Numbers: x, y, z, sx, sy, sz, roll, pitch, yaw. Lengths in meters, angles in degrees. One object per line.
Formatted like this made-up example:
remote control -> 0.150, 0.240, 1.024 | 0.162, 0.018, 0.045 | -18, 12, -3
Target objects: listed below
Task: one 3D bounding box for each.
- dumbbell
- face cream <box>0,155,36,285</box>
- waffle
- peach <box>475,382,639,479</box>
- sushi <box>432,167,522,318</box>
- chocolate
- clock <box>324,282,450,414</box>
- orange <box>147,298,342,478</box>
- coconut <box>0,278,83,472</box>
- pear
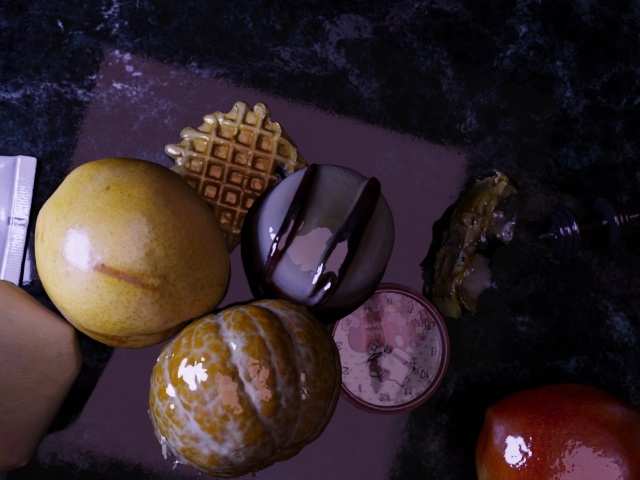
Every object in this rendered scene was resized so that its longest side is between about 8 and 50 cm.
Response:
dumbbell -> 0.511, -0.026, 1.390 | 0.208, 0.099, 0.099 | -12, 87, -6
face cream -> -0.726, -0.062, 1.248 | 0.420, 0.137, 0.235 | 8, 84, -14
waffle -> -0.151, -0.117, 1.341 | 0.250, 0.056, 0.261 | -32, 92, -8
peach -> 0.426, 0.394, 1.258 | 0.332, 0.308, 0.308 | 30, 83, 1
sushi -> 0.295, 0.007, 1.346 | 0.131, 0.139, 0.291 | 28, 82, -12
chocolate -> 0.000, 0.000, 1.233 | 0.283, 0.186, 0.284 | 1, 85, -7
clock -> 0.122, 0.200, 1.349 | 0.244, 0.056, 0.245 | 1, 83, -7
orange -> -0.116, 0.244, 1.184 | 0.329, 0.329, 0.249 | -19, 67, -8
coconut -> -0.546, 0.219, 1.136 | 0.352, 0.352, 0.353 | 0, 86, -7
pear -> -0.309, 0.020, 1.195 | 0.314, 0.314, 0.315 | 0, 86, -7
